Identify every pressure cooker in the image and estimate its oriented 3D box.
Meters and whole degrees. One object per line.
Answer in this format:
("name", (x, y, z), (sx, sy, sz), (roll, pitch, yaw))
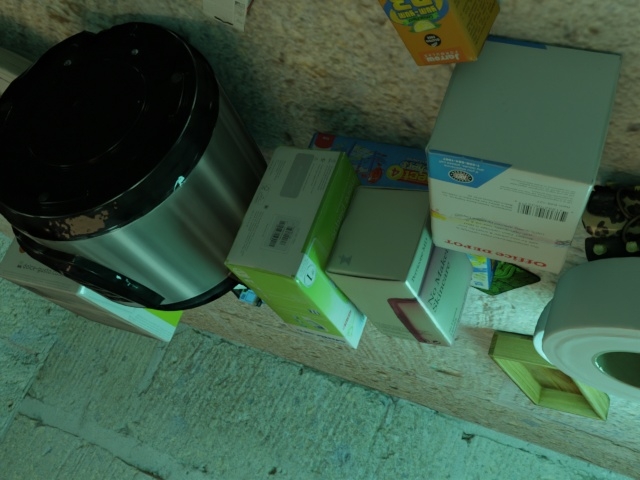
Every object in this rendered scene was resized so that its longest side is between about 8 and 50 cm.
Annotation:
("pressure cooker", (-0.264, -0.083, 1.000), (0.375, 0.370, 0.420), (-15, 151, 8))

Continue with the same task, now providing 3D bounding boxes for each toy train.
("toy train", (-0.144, 0.080, 1.543), (0.105, 0.184, 0.080), (23, -173, -36))

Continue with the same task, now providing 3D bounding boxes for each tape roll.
("tape roll", (0.446, 0.133, 0.804), (0.286, 0.100, 0.286), (21, 158, 9))

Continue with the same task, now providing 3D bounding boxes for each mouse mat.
("mouse mat", (0.342, 0.069, 1.268), (0.152, 0.007, 0.189), (26, 158, -8))

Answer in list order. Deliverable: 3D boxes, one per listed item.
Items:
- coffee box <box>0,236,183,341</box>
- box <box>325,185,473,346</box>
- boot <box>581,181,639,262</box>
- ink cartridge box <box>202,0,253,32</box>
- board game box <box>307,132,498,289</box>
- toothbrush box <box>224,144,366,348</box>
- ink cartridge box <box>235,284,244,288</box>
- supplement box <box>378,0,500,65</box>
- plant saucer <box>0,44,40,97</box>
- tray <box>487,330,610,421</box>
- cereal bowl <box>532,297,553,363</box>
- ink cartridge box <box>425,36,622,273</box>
("coffee box", (-0.543, 0.029, 1.600), (0.337, 0.335, 0.338), (7, 157, 32))
("box", (0.129, 0.043, 0.921), (0.126, 0.149, 0.232), (7, 154, 32))
("boot", (0.458, -0.033, 0.726), (0.284, 0.138, 0.377), (1, 156, 44))
("ink cartridge box", (-0.113, -0.312, 0.754), (0.062, 0.029, 0.115), (23, 161, -3))
("board game box", (0.150, -0.044, 1.067), (0.308, 0.086, 0.302), (13, 158, 23))
("toothbrush box", (-0.002, 0.018, 0.960), (0.122, 0.206, 0.283), (11, 156, 26))
("ink cartridge box", (-0.197, -0.001, 1.238), (0.190, 0.140, 0.082), (23, -169, 33))
("supplement box", (0.088, -0.272, 0.579), (0.078, 0.080, 0.233), (7, 157, 41))
("plant saucer", (-0.577, -0.276, 1.214), (0.400, 0.101, 0.400), (19, 159, 7))
("tray", (0.618, 0.364, 1.627), (0.202, 0.076, 0.411), (4, 154, 39))
("cereal bowl", (0.563, 0.162, 1.082), (0.338, 0.141, 0.339), (19, 160, 7))
("ink cartridge box", (0.234, -0.094, 0.739), (0.171, 0.168, 0.233), (15, 158, 18))
